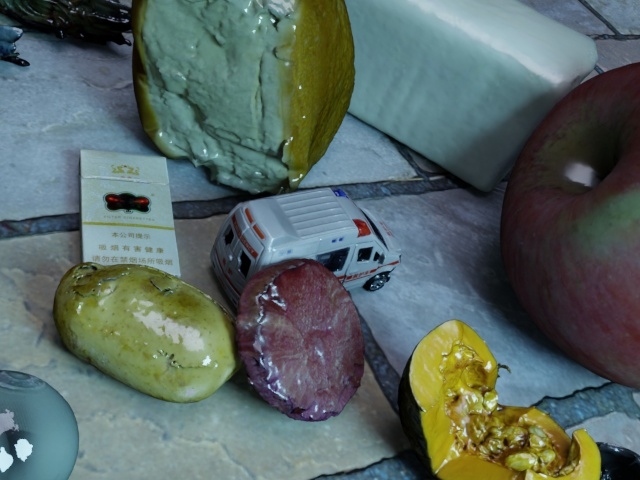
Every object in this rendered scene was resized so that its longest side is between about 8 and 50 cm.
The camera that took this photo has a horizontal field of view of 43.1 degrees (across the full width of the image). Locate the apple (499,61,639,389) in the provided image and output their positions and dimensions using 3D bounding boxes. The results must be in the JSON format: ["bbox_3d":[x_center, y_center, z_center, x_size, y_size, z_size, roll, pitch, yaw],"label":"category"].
[{"bbox_3d":[0.353,-0.011,0.839,0.269,0.345,0.344,34,37,-22],"label":"apple"}]

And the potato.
[{"bbox_3d":[-0.146,0.072,0.685,0.171,0.080,0.107,31,54,6],"label":"potato"}]

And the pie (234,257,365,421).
[{"bbox_3d":[-0.015,0.085,0.711,0.154,0.036,0.154,20,63,-47],"label":"pie"}]

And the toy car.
[{"bbox_3d":[0.000,0.000,0.804,0.210,0.108,0.089,-11,53,-34],"label":"toy car"}]

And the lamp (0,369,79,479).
[{"bbox_3d":[-0.221,0.141,0.557,0.105,0.105,0.105,13,43,-13],"label":"lamp"}]

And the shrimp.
[{"bbox_3d":[-0.366,-0.266,0.940,0.289,0.075,0.178,22,49,-4],"label":"shrimp"}]

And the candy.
[{"bbox_3d":[0.141,-0.233,1.038,0.359,0.208,0.145,33,43,9],"label":"candy"}]

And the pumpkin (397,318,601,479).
[{"bbox_3d":[0.138,0.167,0.698,0.119,0.107,0.183,-34,74,-36],"label":"pumpkin"}]

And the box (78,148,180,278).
[{"bbox_3d":[-0.192,-0.025,0.802,0.090,0.024,0.166,4,46,-22],"label":"box"}]

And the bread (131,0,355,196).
[{"bbox_3d":[-0.080,-0.219,0.883,0.225,0.278,0.250,16,39,11],"label":"bread"}]

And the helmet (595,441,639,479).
[{"bbox_3d":[0.260,0.220,0.745,0.084,0.049,0.065,10,73,21],"label":"helmet"}]
